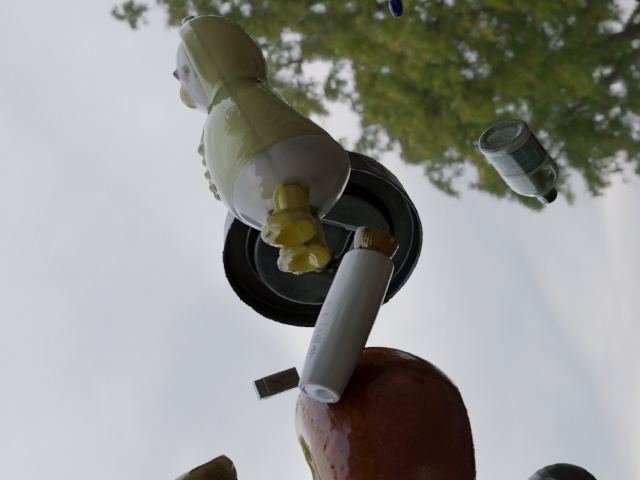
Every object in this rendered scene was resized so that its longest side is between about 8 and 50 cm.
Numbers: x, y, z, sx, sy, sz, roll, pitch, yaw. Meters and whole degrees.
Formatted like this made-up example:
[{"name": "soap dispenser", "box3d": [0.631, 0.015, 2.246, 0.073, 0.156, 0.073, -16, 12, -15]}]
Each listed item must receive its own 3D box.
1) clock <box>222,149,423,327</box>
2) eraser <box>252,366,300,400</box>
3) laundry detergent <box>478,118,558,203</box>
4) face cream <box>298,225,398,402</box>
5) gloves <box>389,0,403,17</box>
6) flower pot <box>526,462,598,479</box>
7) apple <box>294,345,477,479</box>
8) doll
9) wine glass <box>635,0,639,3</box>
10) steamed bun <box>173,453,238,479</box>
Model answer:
[{"name": "clock", "box3d": [0.001, 0.000, 1.661, 0.319, 0.319, 0.066, 53, -166, -37]}, {"name": "eraser", "box3d": [-0.077, 0.255, 1.867, 0.083, 0.019, 0.038, -16, -105, -24]}, {"name": "laundry detergent", "box3d": [0.388, -0.138, 1.975, 0.225, 0.099, 0.070, 42, -148, -43]}, {"name": "face cream", "box3d": [0.029, 0.072, 1.044, 0.051, 0.072, 0.182, 31, -118, -19]}, {"name": "gloves", "box3d": [0.067, -0.224, 0.861, 0.026, 0.064, 0.086, 14, -135, -16]}, {"name": "flower pot", "box3d": [0.457, 0.543, 1.988, 0.157, 0.189, 0.243, 0, -79, -40]}, {"name": "apple", "box3d": [0.074, 0.225, 1.086, 0.210, 0.173, 0.235, -156, 53, -77]}, {"name": "doll", "box3d": [-0.070, -0.103, 0.953, 0.296, 0.117, 0.141, 53, 180, 34]}, {"name": "wine glass", "box3d": [0.416, -0.355, 1.173, 0.202, 0.093, 0.093, -46, -55, -20]}, {"name": "steamed bun", "box3d": [-0.213, 0.509, 2.000, 0.140, 0.172, 0.155, -24, -103, -36]}]
